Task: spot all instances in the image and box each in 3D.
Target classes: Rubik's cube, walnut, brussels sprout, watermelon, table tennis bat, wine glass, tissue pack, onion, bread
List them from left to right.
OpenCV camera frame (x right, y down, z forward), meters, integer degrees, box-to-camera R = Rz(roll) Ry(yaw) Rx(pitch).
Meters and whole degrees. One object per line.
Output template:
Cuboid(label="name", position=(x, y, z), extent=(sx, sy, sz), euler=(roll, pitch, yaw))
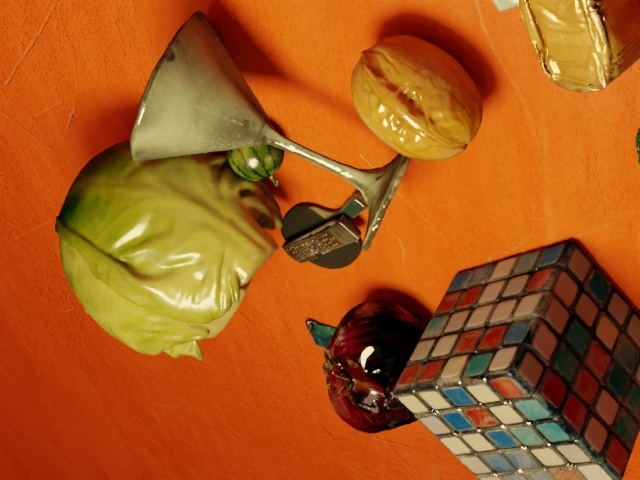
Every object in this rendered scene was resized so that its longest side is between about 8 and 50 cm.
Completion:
Cuboid(label="brussels sprout", position=(-0.297, 0.003, 2.171), extent=(0.361, 0.342, 0.425), euler=(32, 136, -13))
Cuboid(label="watermelon", position=(-0.108, -0.147, 2.053), extent=(0.109, 0.109, 0.109), euler=(21, 145, 16))
Cuboid(label="wine glass", position=(-0.067, -0.155, 1.880), extent=(0.406, 0.267, 0.267), euler=(27, 146, 2))
Cuboid(label="table tennis bat", position=(0.018, -0.022, 2.186), extent=(0.154, 0.021, 0.274), euler=(36, 148, -7))
Cuboid(label="tissue pack", position=(0.036, 0.207, 2.459), extent=(0.138, 0.028, 0.085), euler=(17, 144, 27))
Cuboid(label="onion", position=(0.116, 0.227, 2.260), extent=(0.280, 0.221, 0.281), euler=(0, 129, 0))
Cuboid(label="walnut", position=(0.137, -0.205, 1.739), extent=(0.206, 0.159, 0.159), euler=(41, 146, -2))
Cuboid(label="Rubik's cube", position=(0.350, 0.216, 1.987), extent=(0.287, 0.292, 0.293), euler=(46, 146, -19))
Cuboid(label="bread", position=(0.333, -0.287, 1.517), extent=(0.132, 0.114, 0.190), euler=(12, 134, 43))

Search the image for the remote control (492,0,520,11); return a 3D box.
Cuboid(label="remote control", position=(0.218, -0.372, 1.569), extent=(0.061, 0.029, 0.162), euler=(-12, 127, 44))

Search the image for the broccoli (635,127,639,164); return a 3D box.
Cuboid(label="broccoli", position=(0.526, -0.061, 1.532), extent=(0.245, 0.265, 0.295), euler=(-34, 87, 39))

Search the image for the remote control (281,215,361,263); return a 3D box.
Cuboid(label="remote control", position=(0.000, 0.000, 2.189), extent=(0.059, 0.028, 0.212), euler=(39, 150, -18))
